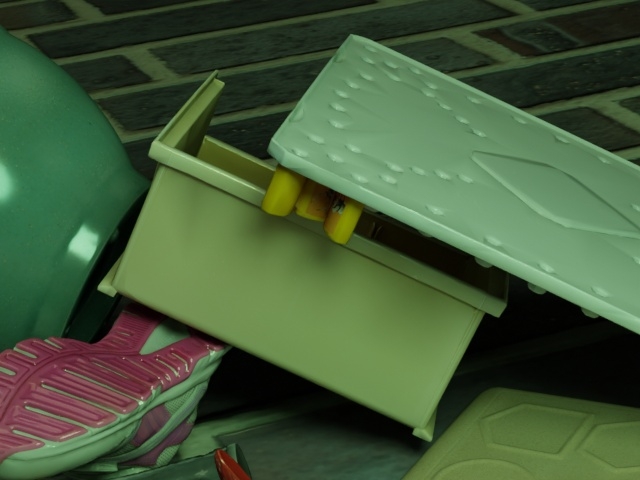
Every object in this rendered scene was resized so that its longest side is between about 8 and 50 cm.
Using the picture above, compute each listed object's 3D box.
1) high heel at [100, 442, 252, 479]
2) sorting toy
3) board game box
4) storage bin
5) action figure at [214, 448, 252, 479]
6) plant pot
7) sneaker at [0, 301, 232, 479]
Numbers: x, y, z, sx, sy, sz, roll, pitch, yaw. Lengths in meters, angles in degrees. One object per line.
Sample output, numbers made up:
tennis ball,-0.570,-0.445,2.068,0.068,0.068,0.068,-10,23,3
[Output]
high heel,-0.130,0.224,1.061,0.186,0.093,0.261,-18,26,7
sorting toy,0.159,0.159,1.205,0.208,0.038,0.193,2,22,29
board game box,0.163,-0.015,1.335,0.390,0.050,0.390,26,19,1
storage bin,0.000,0.000,1.359,0.262,0.123,0.260,24,19,0
action figure,-0.175,0.187,0.958,0.280,0.139,0.091,-35,20,11
plant pot,-0.250,-0.008,1.439,0.196,0.293,0.293,27,28,6
sneaker,-0.149,0.125,1.242,0.103,0.111,0.252,26,23,25
